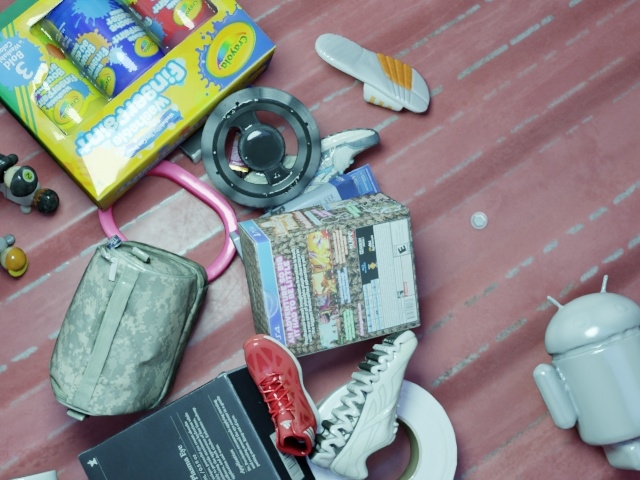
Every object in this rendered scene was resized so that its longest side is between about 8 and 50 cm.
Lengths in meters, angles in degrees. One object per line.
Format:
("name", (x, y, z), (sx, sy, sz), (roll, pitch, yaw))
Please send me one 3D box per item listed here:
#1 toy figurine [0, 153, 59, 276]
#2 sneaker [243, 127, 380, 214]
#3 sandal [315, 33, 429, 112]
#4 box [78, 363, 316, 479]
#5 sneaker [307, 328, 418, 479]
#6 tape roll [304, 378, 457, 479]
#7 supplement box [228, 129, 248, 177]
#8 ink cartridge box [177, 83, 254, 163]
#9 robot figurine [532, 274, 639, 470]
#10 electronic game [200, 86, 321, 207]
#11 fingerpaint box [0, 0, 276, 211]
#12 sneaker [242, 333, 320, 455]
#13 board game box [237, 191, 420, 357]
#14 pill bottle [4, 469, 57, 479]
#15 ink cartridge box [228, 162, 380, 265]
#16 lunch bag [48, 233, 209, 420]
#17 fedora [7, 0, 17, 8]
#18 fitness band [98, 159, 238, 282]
("toy figurine", (-0.595, -0.051, 1.613), (0.148, 0.209, 0.213), (23, 78, 12))
("sneaker", (-0.004, -0.134, 1.741), (0.282, 0.110, 0.122), (-25, 94, -1))
("sandal", (0.100, -0.335, 1.786), (0.265, 0.076, 0.102), (27, 55, -10))
("box", (-0.191, 0.441, 1.528), (0.312, 0.179, 0.343), (-29, 82, 10))
("sneaker", (0.098, 0.294, 1.564), (0.118, 0.110, 0.292), (33, 87, -5))
("tape roll", (0.110, 0.399, 1.642), (0.286, 0.100, 0.286), (1, 79, -5))
("supplement box", (-0.159, -0.173, 1.748), (0.043, 0.055, 0.083), (10, 80, -4))
("ink cartridge box", (-0.258, -0.298, 1.769), (0.206, 0.045, 0.208), (42, 78, 4))
("robot figurine", (0.552, 0.251, 1.651), (0.299, 0.200, 0.354), (-17, 81, -16))
("electronic game", (-0.112, -0.176, 1.652), (0.229, 0.048, 0.229), (-2, 102, -8))
("fingerpaint box", (-0.372, -0.341, 1.641), (0.445, 0.163, 0.371), (-43, 92, -12))
("sneaker", (-0.063, 0.271, 1.491), (0.087, 0.128, 0.221), (-30, 107, 9))
("board game box", (0.017, 0.062, 1.602), (0.290, 0.141, 0.232), (-12, 110, -14))
("pill bottle", (-0.510, 0.551, 1.539), (0.153, 0.153, 0.265), (-12, 81, -6))
("ink cartridge box", (0.000, 0.000, 1.692), (0.311, 0.065, 0.186), (-28, 110, -11))
("lunch bag", (-0.345, 0.150, 1.544), (0.212, 0.256, 0.305), (22, 93, 1))
("fedora", (-0.553, -0.397, 1.747), (0.194, 0.079, 0.195), (0, 83, -3))
("fitness band", (-0.298, -0.036, 1.714), (0.290, 0.054, 0.209), (35, 79, 1))
